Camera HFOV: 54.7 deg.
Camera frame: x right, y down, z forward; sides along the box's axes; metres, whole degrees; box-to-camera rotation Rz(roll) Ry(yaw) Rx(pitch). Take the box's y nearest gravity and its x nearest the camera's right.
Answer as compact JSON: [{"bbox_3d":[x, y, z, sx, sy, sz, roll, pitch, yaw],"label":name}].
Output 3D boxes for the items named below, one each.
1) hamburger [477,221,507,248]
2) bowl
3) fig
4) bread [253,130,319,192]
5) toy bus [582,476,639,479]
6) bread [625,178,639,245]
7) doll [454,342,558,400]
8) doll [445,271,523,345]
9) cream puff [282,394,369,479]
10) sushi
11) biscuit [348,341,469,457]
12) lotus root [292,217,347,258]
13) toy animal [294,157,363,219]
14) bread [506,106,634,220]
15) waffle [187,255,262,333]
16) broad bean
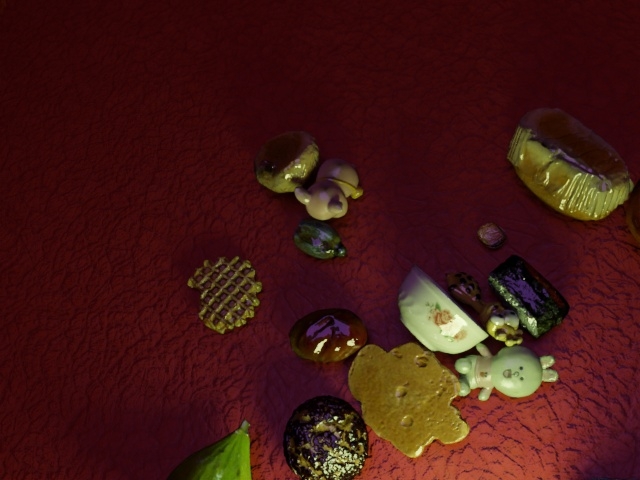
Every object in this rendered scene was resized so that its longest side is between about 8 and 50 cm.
[{"bbox_3d":[0.516,-0.016,1.862,0.076,0.044,0.083,-34,60,-3],"label":"hamburger"},{"bbox_3d":[0.312,0.207,1.689,0.145,0.277,0.277,-47,63,4],"label":"bowl"},{"bbox_3d":[-0.268,0.650,1.622,0.314,0.233,0.233,-35,62,-11],"label":"fig"},{"bbox_3d":[-0.105,-0.251,2.052,0.244,0.134,0.244,-18,46,20],"label":"bread"},{"bbox_3d":[0.676,0.630,1.377,0.231,0.294,0.197,-10,59,-3],"label":"toy bus"},{"bbox_3d":[1.019,-0.090,1.711,0.327,0.114,0.295,-38,79,-3],"label":"bread"},{"bbox_3d":[0.485,0.347,1.659,0.275,0.113,0.155,-7,84,4],"label":"doll"},{"bbox_3d":[0.452,0.184,1.728,0.117,0.086,0.291,-4,37,-30],"label":"doll"},{"bbox_3d":[0.011,0.531,1.644,0.239,0.165,0.239,-4,65,9],"label":"cream puff"},{"bbox_3d":[0.569,0.156,1.717,0.126,0.136,0.225,-40,70,-5],"label":"sushi"},{"bbox_3d":[0.237,0.417,1.672,0.376,0.051,0.269,31,94,35],"label":"biscuit"},{"bbox_3d":[0.000,0.000,1.951,0.192,0.088,0.113,27,81,22],"label":"lotus root"},{"bbox_3d":[0.041,-0.166,1.992,0.165,0.149,0.248,10,47,23],"label":"toy animal"},{"bbox_3d":[0.730,-0.227,1.858,0.236,0.183,0.389,-21,54,-16],"label":"bread"},{"bbox_3d":[-0.310,0.169,1.959,0.249,0.056,0.253,1,66,14],"label":"waffle"},{"bbox_3d":[0.023,0.275,1.793,0.228,0.122,0.156,-13,73,10],"label":"broad bean"}]
